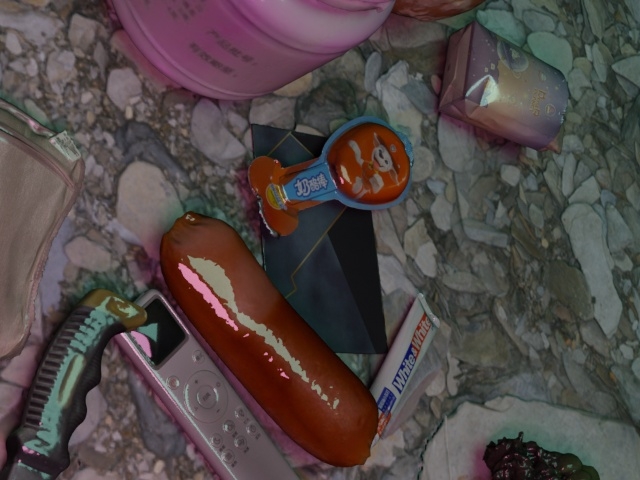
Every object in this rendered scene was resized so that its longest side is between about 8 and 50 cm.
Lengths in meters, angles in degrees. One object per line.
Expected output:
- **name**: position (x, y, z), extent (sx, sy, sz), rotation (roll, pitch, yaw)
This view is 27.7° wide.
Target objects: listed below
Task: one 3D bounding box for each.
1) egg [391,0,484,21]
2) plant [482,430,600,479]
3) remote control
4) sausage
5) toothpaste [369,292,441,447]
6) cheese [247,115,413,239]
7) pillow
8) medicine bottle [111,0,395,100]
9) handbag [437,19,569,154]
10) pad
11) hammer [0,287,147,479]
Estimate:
- **egg**: position (0.111, -0.348, 1.461), extent (0.245, 0.203, 0.203), rotation (2, 73, -19)
- **plant**: position (0.248, 0.264, 1.461), extent (0.174, 0.085, 0.087), rotation (18, 88, -42)
- **remote control**: position (-0.100, 0.161, 1.215), extent (0.261, 0.029, 0.067), rotation (55, 49, -12)
- **sausage**: position (-0.052, 0.101, 1.244), extent (0.300, 0.083, 0.089), rotation (51, 59, -13)
- **toothpaste**: position (0.078, 0.144, 1.380), extent (0.052, 0.033, 0.218), rotation (55, 44, -24)
- **cheese**: position (0.020, -0.070, 1.389), extent (0.256, 0.037, 0.106), rotation (-22, 89, -45)
- **pillow**: position (-0.279, -0.012, 1.111), extent (0.130, 0.038, 0.233), rotation (33, 57, -33)
- **medicine bottle**: position (-0.027, -0.297, 1.236), extent (0.256, 0.324, 0.256), rotation (16, 64, -36)
- **handbag**: position (0.227, -0.179, 1.585), extent (0.173, 0.095, 0.117), rotation (22, 67, -26)
- **pad**: position (0.000, 0.000, 1.377), extent (0.163, 0.004, 0.243), rotation (6, 72, -40)
- **hammer**: position (-0.223, 0.143, 1.095), extent (0.158, 0.041, 0.227), rotation (36, 61, -28)
